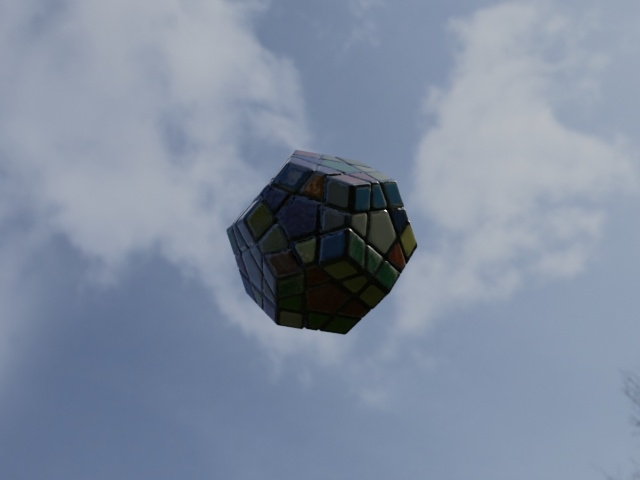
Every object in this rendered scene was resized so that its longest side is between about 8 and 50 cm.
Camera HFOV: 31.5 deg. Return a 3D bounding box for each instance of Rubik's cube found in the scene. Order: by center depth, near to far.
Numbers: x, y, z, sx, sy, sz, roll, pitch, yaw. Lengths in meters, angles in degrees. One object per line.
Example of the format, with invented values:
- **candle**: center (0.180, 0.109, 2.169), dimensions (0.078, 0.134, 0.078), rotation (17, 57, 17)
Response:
- **Rubik's cube**: center (0.000, 0.000, 0.660), dimensions (0.093, 0.111, 0.111), rotation (-25, -49, -20)
